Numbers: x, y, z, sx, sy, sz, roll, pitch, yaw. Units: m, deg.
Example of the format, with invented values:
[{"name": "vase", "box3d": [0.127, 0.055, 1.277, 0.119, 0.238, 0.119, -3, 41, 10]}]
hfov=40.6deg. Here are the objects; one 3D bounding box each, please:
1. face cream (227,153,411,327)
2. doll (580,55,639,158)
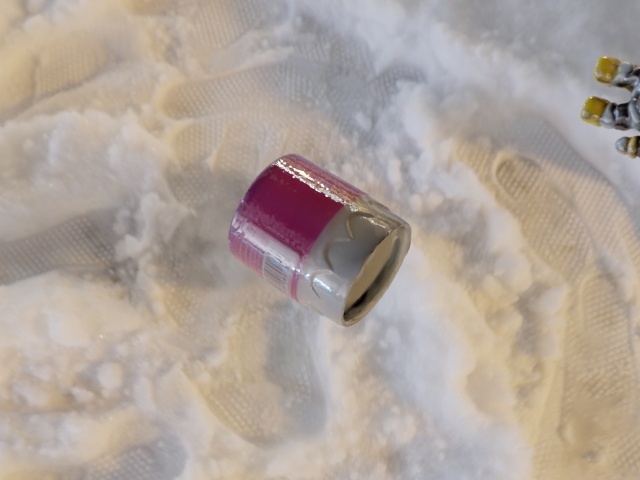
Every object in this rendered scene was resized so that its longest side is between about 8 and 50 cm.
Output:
[{"name": "face cream", "box3d": [0.000, 0.000, 1.173, 0.195, 0.175, 0.175, 33, 76, 19]}, {"name": "doll", "box3d": [0.442, -0.129, 0.915, 0.316, 0.103, 0.145, 21, 77, 31]}]
